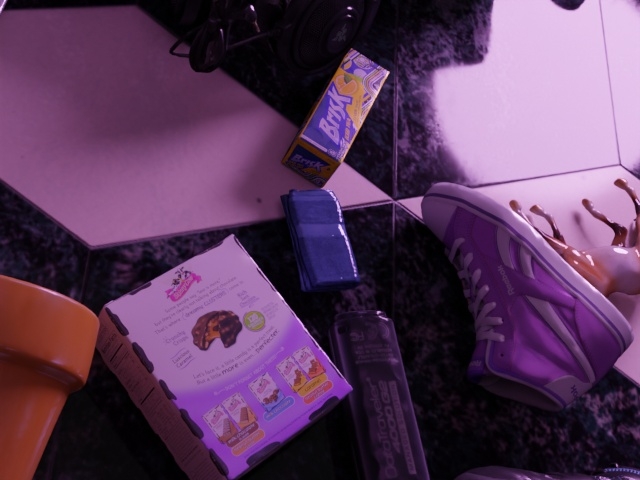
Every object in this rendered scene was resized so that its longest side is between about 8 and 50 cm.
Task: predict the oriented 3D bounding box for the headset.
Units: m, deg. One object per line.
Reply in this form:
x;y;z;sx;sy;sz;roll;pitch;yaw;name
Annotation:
-0.059;-0.296;1.254;0.243;0.185;0.394;23;37;4;headset

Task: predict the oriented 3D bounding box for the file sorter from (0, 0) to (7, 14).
-0.356;-0.337;1.094;0.173;0.277;0.193;24;52;-17;file sorter

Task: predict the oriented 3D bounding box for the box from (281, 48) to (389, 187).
0.018;-0.143;1.302;0.059;0.054;0.169;32;52;-6;box

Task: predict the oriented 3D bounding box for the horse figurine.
0.338;0.016;1.361;0.263;0.066;0.175;-10;60;-29;horse figurine

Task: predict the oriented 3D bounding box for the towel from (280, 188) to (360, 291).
0.000;0.000;1.219;0.067;0.029;0.120;-1;60;-27;towel

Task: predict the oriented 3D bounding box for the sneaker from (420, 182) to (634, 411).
0.185;0.065;1.232;0.161;0.102;0.282;-42;70;-17;sneaker

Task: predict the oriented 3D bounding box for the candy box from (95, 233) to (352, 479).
-0.095;0.116;1.071;0.164;0.070;0.196;-30;78;-37;candy box

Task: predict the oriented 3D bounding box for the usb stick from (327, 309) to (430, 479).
0.064;0.200;1.117;0.077;0.045;0.278;-2;62;-19;usb stick

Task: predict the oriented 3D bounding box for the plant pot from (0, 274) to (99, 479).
-0.293;0.136;0.890;0.205;0.205;0.188;14;70;-19;plant pot

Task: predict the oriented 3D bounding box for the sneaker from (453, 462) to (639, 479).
0.274;0.291;1.145;0.340;0.125;0.140;19;26;-12;sneaker
